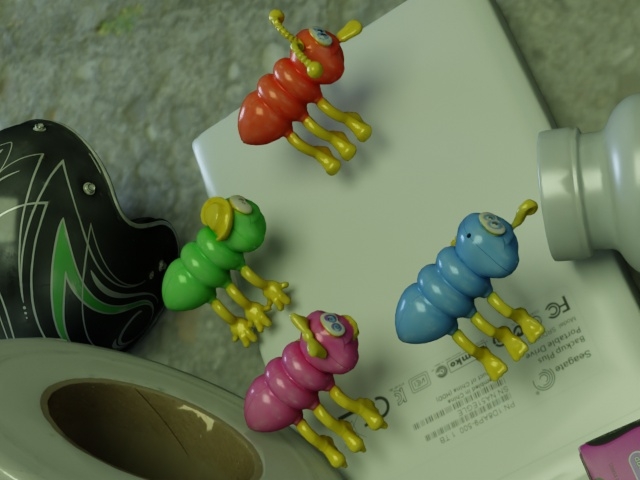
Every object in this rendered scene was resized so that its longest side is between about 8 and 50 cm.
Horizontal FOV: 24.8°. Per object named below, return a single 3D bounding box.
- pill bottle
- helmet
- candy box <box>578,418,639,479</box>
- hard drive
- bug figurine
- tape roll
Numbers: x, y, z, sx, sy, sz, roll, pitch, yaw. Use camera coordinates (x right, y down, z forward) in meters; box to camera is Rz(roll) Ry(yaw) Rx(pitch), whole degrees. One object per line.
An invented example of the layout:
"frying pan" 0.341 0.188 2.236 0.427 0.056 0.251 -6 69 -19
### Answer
"pill bottle" 0.215 -0.034 0.792 0.184 0.103 0.103 -7 68 15
"helmet" -0.195 0.007 1.001 0.169 0.161 0.169 -11 67 27
"candy box" 0.266 0.132 0.710 0.233 0.071 0.159 -25 65 9
"hard drive" 0.065 0.026 0.912 0.233 0.047 0.353 -31 60 18
"bug figurine" 0.000 0.000 0.867 0.216 0.072 0.279 -52 50 16
"tape roll" -0.122 0.182 0.823 0.246 0.246 0.169 31 106 35
